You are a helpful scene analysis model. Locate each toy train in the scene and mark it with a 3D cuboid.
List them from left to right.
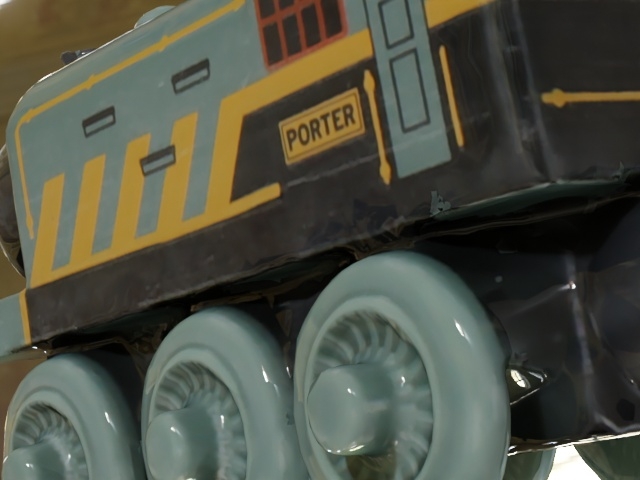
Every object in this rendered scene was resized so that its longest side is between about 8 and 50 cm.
[{"bbox_3d":[0.000,0.000,0.561,0.142,0.334,0.190,-3,-99,-36],"label":"toy train"}]
